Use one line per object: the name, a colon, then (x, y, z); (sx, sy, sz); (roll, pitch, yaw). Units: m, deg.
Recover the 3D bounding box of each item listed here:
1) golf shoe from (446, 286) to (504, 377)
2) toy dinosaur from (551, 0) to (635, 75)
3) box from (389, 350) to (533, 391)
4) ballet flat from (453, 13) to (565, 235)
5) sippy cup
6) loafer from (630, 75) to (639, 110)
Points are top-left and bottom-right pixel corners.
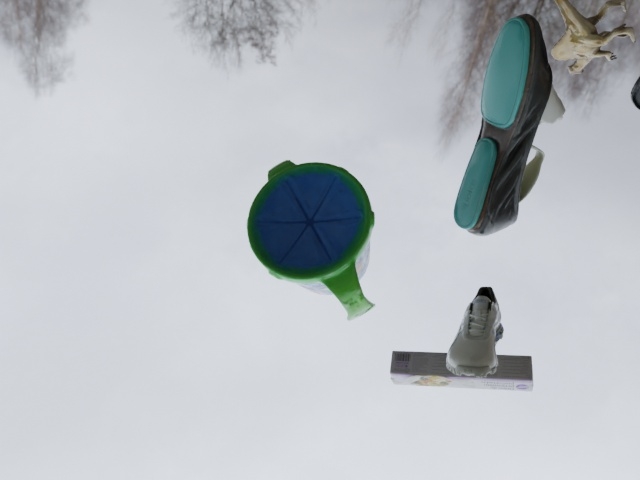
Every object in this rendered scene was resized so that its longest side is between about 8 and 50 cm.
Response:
golf shoe: (0.209, 0.120, 0.824); (0.069, 0.086, 0.176); (1, -162, 20)
toy dinosaur: (0.326, -0.251, 0.738); (0.092, 0.183, 0.053); (-16, -117, 26)
box: (0.325, 0.304, 1.420); (0.323, 0.063, 0.067); (-2, -129, 17)
ballet flat: (0.244, -0.138, 0.771); (0.096, 0.281, 0.095); (0, -151, -20)
sippy cup: (0.000, 0.000, 1.187); (0.239, 0.224, 0.306); (3, -110, 14)
loafer: (0.526, -0.253, 0.845); (0.076, 0.223, 0.078); (46, -127, 1)
